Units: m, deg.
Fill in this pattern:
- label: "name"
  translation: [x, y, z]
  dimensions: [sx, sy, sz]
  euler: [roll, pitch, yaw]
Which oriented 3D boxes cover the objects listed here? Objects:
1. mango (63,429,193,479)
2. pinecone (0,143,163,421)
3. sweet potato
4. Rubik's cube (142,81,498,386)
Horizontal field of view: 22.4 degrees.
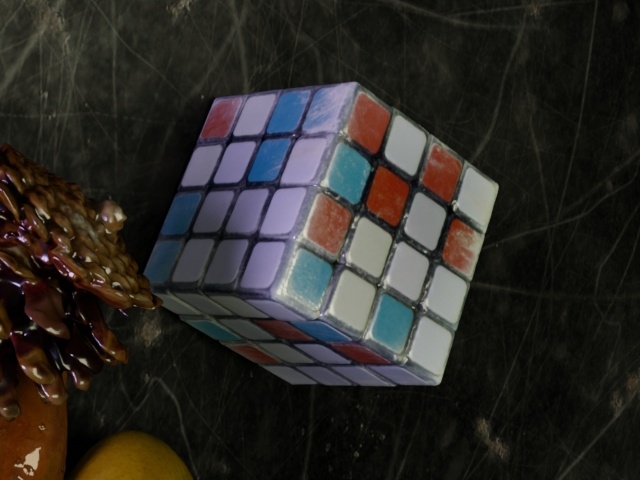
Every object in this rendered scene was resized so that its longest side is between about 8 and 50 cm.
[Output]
- label: "mango"
  translation: [-0.203, 0.377, 1.633]
  dimensions: [0.264, 0.221, 0.378]
  euler: [91, 3, -73]
- label: "pinecone"
  translation: [-0.290, 0.048, 1.487]
  dimensions: [0.264, 0.264, 0.264]
  euler: [-8, 101, -48]
- label: "sweet potato"
  translation: [-0.309, 0.231, 1.585]
  dimensions: [0.112, 0.112, 0.359]
  euler: [44, 59, -42]
- label: "Rubik's cube"
  translation: [0.001, -0.001, 1.771]
  dimensions: [0.253, 0.259, 0.256]
  euler: [32, 67, -34]
